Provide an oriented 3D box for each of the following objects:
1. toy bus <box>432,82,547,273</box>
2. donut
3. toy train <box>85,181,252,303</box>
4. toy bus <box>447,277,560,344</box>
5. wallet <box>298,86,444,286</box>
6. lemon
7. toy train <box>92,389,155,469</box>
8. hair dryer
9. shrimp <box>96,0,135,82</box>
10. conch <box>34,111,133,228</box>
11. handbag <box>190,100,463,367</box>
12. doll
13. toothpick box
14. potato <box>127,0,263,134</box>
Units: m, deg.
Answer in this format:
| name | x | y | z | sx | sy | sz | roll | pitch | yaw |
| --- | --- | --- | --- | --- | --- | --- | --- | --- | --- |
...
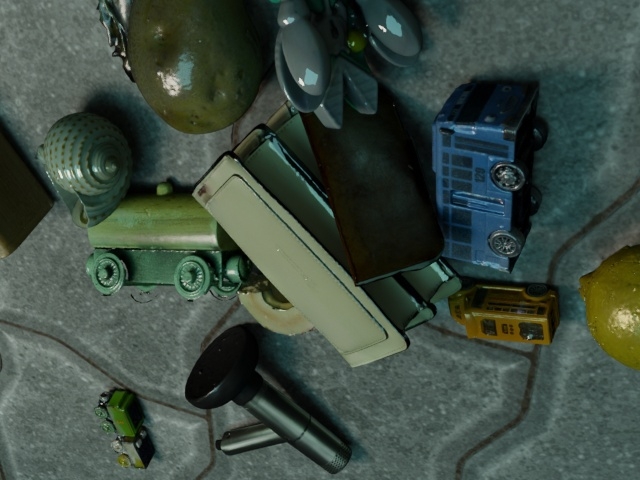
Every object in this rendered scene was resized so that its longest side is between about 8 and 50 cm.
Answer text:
| name | x | y | z | sx | sy | sz | roll | pitch | yaw |
| --- | --- | --- | --- | --- | --- | --- | --- | --- | --- |
| toy bus | 0.213 | -0.085 | 1.337 | 0.133 | 0.116 | 0.234 | 13 | 133 | 22 |
| donut | -0.045 | 0.095 | 1.657 | 0.166 | 0.065 | 0.108 | -9 | 120 | 31 |
| toy train | -0.242 | 0.006 | 1.660 | 0.307 | 0.126 | 0.190 | 1 | 82 | 28 |
| toy bus | 0.259 | 0.106 | 1.498 | 0.162 | 0.074 | 0.070 | 4 | 129 | 24 |
| wallet | 0.071 | -0.075 | 1.349 | 0.031 | 0.137 | 0.255 | 110 | 143 | -76 |
| lemon | 0.429 | 0.084 | 1.325 | 0.206 | 0.173 | 0.174 | 15 | 133 | 35 |
| toy train | -0.388 | 0.382 | 2.079 | 0.081 | 0.060 | 0.202 | 0 | 128 | 21 |
| hair dryer | -0.144 | 0.331 | 1.850 | 0.284 | 0.156 | 0.320 | -24 | 121 | 28 |
| shrimp | -0.327 | -0.351 | 1.444 | 0.222 | 0.054 | 0.290 | 2 | 123 | 25 |
| conch | -0.358 | -0.121 | 1.604 | 0.200 | 0.131 | 0.172 | 37 | 154 | 56 |
| handbag | 0.000 | 0.000 | 1.466 | 0.358 | 0.160 | 0.236 | 47 | 148 | -5 |
| doll | 0.000 | -0.257 | 1.264 | 0.258 | 0.195 | 0.153 | 43 | 173 | -24 |
| toothpick box | -0.606 | -0.124 | 1.700 | 0.190 | 0.187 | 0.308 | -13 | 123 | 34 |
| potato | -0.166 | -0.257 | 1.374 | 0.177 | 0.160 | 0.235 | -2 | 118 | -11 |
